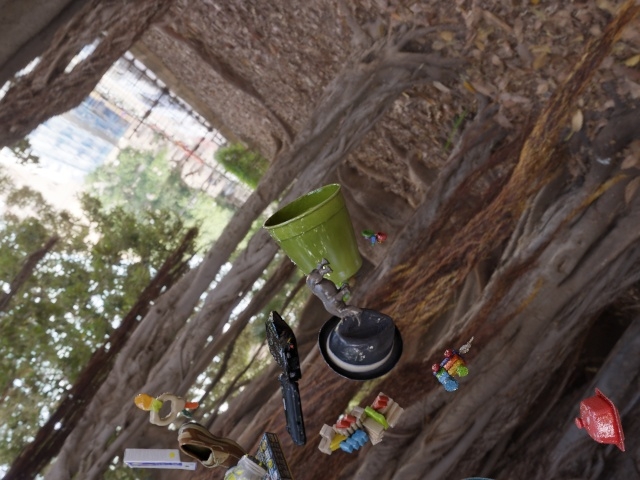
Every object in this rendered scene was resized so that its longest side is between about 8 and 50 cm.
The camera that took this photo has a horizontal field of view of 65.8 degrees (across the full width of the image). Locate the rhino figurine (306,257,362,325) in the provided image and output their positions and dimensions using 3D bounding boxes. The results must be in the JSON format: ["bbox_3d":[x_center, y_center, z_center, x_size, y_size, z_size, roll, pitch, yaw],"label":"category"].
[{"bbox_3d":[0.050,0.182,1.610,0.243,0.106,0.073,50,-168,4],"label":"rhino figurine"}]

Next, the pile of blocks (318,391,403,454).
[{"bbox_3d":[0.151,0.723,1.931,0.149,0.362,0.112,53,172,49],"label":"pile of blocks"}]

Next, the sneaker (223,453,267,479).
[{"bbox_3d":[-0.330,0.973,1.940,0.145,0.384,0.147,30,-137,8],"label":"sneaker"}]

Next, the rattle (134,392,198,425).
[{"bbox_3d":[-0.615,0.663,1.982,0.143,0.130,0.200,-14,170,34],"label":"rattle"}]

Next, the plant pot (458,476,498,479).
[{"bbox_3d":[0.521,0.930,1.531,0.272,0.255,0.271,1,-172,0],"label":"plant pot"}]

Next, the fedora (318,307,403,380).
[{"bbox_3d":[0.163,0.357,1.851,0.334,0.334,0.152,36,146,18],"label":"fedora"}]

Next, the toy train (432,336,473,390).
[{"bbox_3d":[0.620,0.548,2.206,0.105,0.248,0.143,36,-170,-11],"label":"toy train"}]

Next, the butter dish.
[{"bbox_3d":[0.886,0.580,1.594,0.160,0.118,0.160,-20,-84,-79],"label":"butter dish"}]

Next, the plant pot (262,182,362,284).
[{"bbox_3d":[0.000,0.000,2.102,0.352,0.367,0.366,62,173,-15],"label":"plant pot"}]

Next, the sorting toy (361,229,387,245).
[{"bbox_3d":[0.210,-0.009,1.938,0.102,0.042,0.061,8,-150,9],"label":"sorting toy"}]

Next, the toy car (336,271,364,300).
[{"bbox_3d":[0.117,0.177,2.363,0.155,0.188,0.148,23,132,45],"label":"toy car"}]

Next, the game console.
[{"bbox_3d":[-0.092,0.387,1.372,0.044,0.361,0.213,-11,-167,-17],"label":"game console"}]

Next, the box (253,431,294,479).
[{"bbox_3d":[-0.246,1.121,2.349,0.079,0.257,0.322,21,-170,-25],"label":"box"}]

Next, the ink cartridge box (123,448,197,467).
[{"bbox_3d":[-0.719,0.997,2.256,0.308,0.072,0.303,5,150,-13],"label":"ink cartridge box"}]

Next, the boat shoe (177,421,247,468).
[{"bbox_3d":[-0.449,0.875,2.032,0.324,0.122,0.120,34,-162,-17],"label":"boat shoe"}]
